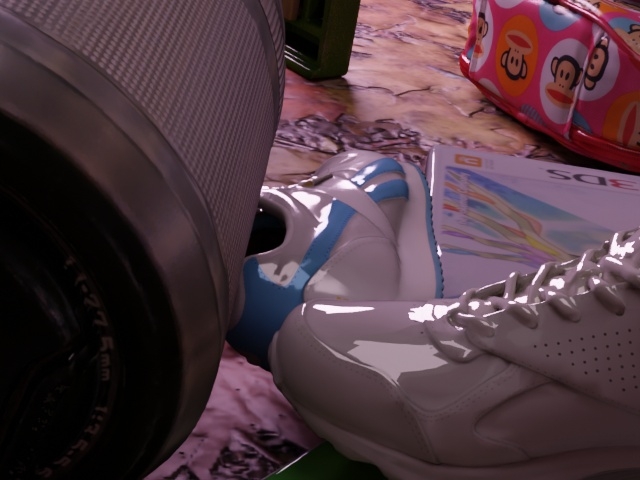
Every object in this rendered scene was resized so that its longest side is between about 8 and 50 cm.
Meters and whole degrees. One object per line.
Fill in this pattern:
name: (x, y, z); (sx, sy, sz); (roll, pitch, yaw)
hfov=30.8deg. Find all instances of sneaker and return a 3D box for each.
sneaker: (0.099, 0.032, 0.414); (0.232, 0.115, 0.090); (7, 24, -3)
sneaker: (0.000, 0.000, 0.582); (0.092, 0.087, 0.229); (20, 17, -8)

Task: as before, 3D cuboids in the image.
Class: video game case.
video game case: (0.202, 0.034, 0.657); (0.299, 0.036, 0.329); (9, 25, 3)

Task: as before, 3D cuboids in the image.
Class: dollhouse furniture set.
dollhouse furniture set: (-0.123, -0.258, 1.049); (0.197, 0.151, 0.301); (-10, 30, -33)

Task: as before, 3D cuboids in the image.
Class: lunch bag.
lunch bag: (0.281, -0.150, 0.974); (0.258, 0.120, 0.293); (-2, 26, -22)

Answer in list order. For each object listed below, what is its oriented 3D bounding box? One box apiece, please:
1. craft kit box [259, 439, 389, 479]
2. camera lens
craft kit box: (0.065, 0.151, 0.350); (0.249, 0.061, 0.246); (24, 27, 32)
camera lens: (-0.130, -0.041, 0.461); (0.219, 0.219, 0.274); (8, 36, 1)
